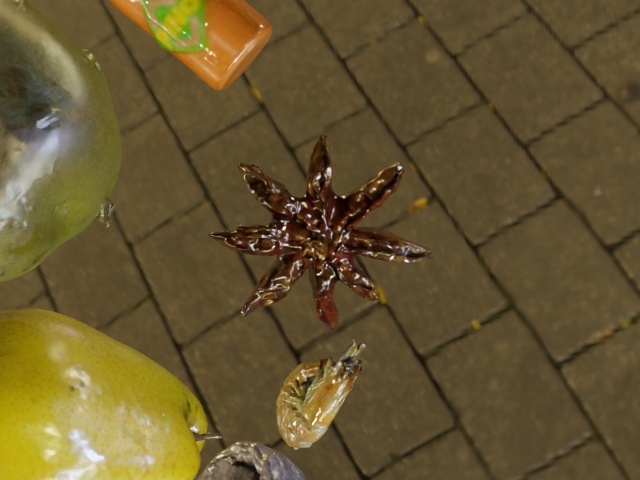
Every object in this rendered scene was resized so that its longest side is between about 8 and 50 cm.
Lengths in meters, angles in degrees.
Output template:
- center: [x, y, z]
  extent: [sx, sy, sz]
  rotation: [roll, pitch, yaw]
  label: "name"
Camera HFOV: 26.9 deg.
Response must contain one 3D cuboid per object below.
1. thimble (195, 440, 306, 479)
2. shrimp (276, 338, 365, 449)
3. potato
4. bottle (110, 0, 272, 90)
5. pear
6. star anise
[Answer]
- center: [-0.097, 0.355, 1.847]
  extent: [0.150, 0.098, 0.150]
  rotation: [-16, 59, 29]
  label: "thimble"
- center: [-0.001, 0.186, 1.679]
  extent: [0.180, 0.041, 0.099]
  rotation: [-53, 43, 28]
  label: "shrimp"
- center: [-0.350, -0.141, 1.322]
  extent: [0.270, 0.359, 0.219]
  rotation: [-33, 8, -30]
  label: "potato"
- center: [-0.126, -0.193, 1.001]
  extent: [0.187, 0.069, 0.069]
  rotation: [39, 74, 0]
  label: "bottle"
- center: [-0.291, 0.194, 1.411]
  extent: [0.336, 0.285, 0.285]
  rotation: [-21, 49, -24]
  label: "pear"
- center: [0.001, 0.001, 1.698]
  extent: [0.288, 0.288, 0.088]
  rotation: [-23, 25, 5]
  label: "star anise"
